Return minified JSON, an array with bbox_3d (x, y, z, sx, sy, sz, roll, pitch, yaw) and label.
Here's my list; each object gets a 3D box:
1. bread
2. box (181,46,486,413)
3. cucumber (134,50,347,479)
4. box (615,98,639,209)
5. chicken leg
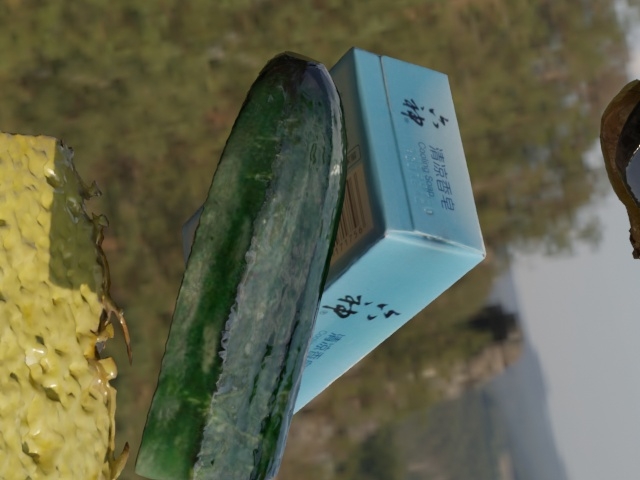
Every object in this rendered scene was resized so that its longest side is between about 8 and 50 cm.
[{"bbox_3d":[-0.213,0.068,1.025,0.160,0.147,0.261,4,77,-58],"label":"bread"},{"bbox_3d":[0.000,0.000,1.124,0.232,0.083,0.143,-45,-135,44],"label":"box"},{"bbox_3d":[-0.029,0.015,0.950,0.115,0.063,0.244,13,89,-72],"label":"cucumber"},{"bbox_3d":[0.339,-0.106,1.477,0.042,0.212,0.201,33,-7,37],"label":"box"},{"bbox_3d":[0.317,-0.066,1.609,0.085,0.101,0.207,31,-35,41],"label":"chicken leg"}]
